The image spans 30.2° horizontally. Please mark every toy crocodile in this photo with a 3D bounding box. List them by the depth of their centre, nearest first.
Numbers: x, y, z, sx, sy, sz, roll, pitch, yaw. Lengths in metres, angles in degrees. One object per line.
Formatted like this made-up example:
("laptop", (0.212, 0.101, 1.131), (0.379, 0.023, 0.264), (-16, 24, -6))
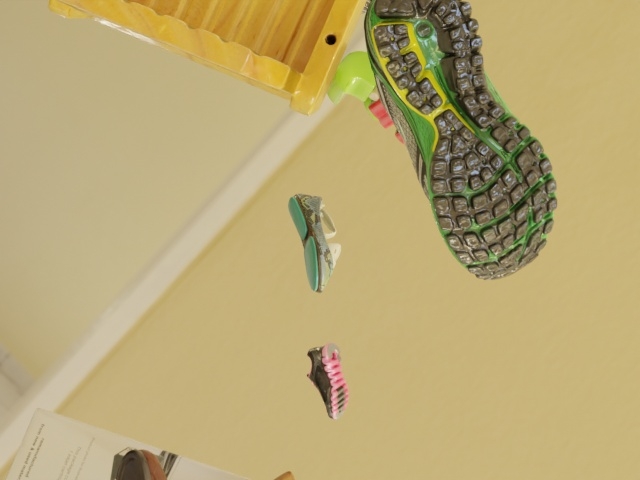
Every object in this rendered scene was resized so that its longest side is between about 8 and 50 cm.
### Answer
("toy crocodile", (0.162, -0.167, 1.759), (0.340, 0.105, 0.115), (37, -33, -17))

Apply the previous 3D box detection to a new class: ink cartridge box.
("ink cartridge box", (-0.276, 0.432, 1.912), (0.394, 0.166, 0.285), (17, -20, 8))

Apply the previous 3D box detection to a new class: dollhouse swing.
("dollhouse swing", (-0.125, -0.332, 1.403), (0.346, 0.315, 0.305), (23, -9, 2))

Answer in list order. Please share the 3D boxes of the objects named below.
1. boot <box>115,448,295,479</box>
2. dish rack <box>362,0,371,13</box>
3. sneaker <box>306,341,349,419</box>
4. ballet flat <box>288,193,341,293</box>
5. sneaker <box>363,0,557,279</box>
("boot", (-0.131, 0.378, 1.640), (0.280, 0.096, 0.264), (-17, 85, -42))
("dish rack", (0.035, -0.501, 1.887), (0.074, 0.272, 0.208), (-3, -6, 30))
("sneaker", (0.007, 0.216, 1.824), (0.047, 0.057, 0.119), (-11, 94, -58))
("ballet flat", (0.000, 0.000, 1.908), (0.070, 0.070, 0.188), (40, 30, -54))
("sneaker", (0.148, -0.121, 1.272), (0.146, 0.134, 0.344), (-131, -161, -79))
